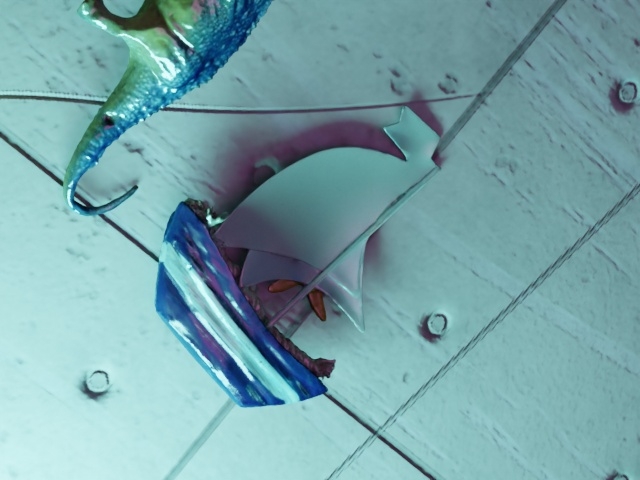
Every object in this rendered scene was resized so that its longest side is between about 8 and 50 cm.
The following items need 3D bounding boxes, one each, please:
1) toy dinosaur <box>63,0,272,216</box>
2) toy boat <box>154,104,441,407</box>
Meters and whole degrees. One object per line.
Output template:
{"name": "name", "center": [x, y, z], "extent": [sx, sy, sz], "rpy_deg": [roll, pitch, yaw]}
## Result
{"name": "toy dinosaur", "center": [-0.105, -0.177, 1.180], "extent": [0.363, 0.076, 0.147], "rpy_deg": [-43, 98, 12]}
{"name": "toy boat", "center": [0.000, 0.000, 1.293], "extent": [0.291, 0.067, 0.220], "rpy_deg": [-42, 113, -9]}
